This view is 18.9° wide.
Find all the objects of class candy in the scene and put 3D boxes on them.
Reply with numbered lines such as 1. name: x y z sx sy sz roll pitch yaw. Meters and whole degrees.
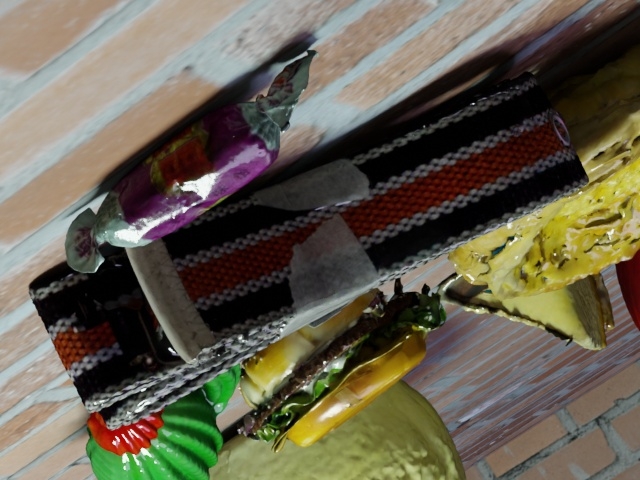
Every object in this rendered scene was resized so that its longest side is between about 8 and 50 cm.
1. candy: -0.065 -0.037 1.001 0.175 0.045 0.043 -34 133 17

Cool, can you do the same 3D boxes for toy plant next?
1. toy plant: -0.120 0.138 1.438 0.154 0.088 0.240 -37 161 -31

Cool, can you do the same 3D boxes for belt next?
1. belt: 0.000 0.000 1.168 0.359 0.094 0.126 -24 170 -21

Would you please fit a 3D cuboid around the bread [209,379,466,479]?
1. bread: 0.011 0.280 1.901 0.320 0.237 0.320 -30 171 -6

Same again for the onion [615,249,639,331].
1. onion: 0.393 -0.009 1.583 0.341 0.341 0.341 -29 167 -8

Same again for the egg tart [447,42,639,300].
1. egg tart: 0.205 -0.064 1.372 0.291 0.107 0.291 -26 162 -9

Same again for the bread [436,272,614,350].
1. bread: 0.192 0.054 1.790 0.152 0.127 0.147 -17 172 20

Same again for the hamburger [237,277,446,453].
1. hamburger: 0.011 0.090 1.507 0.189 0.093 0.164 -36 173 -2
